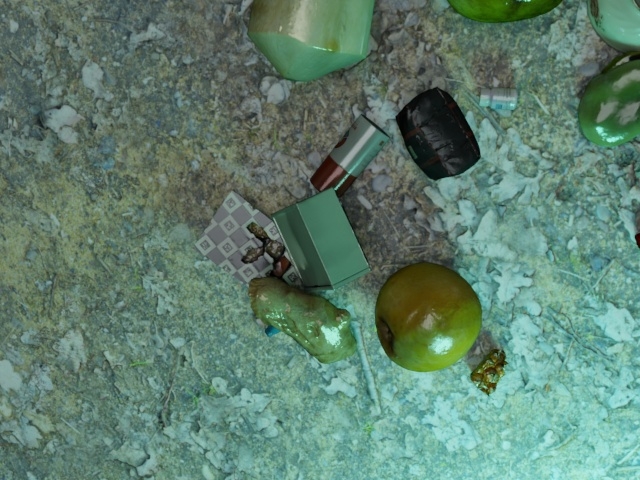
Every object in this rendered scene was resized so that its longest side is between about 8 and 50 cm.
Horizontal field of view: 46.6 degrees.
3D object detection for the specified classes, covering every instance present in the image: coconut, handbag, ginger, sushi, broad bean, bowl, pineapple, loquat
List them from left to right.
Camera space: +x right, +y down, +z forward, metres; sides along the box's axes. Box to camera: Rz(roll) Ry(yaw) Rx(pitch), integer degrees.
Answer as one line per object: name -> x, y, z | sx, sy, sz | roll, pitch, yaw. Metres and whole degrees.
sushi -> -0.173, 0.019, 1.990 | 0.279, 0.043, 0.193 | 35, 100, -4
ginger -> -0.043, 0.201, 1.910 | 0.354, 0.126, 0.190 | 31, 134, -20
coconut -> -0.024, -0.524, 1.757 | 0.322, 0.323, 0.323 | 2, 99, 10
loquat -> 0.270, 0.183, 1.838 | 0.274, 0.275, 0.275 | 2, 99, 10
handbag -> 0.280, -0.252, 1.801 | 0.155, 0.169, 0.215 | -31, 91, 0
pineapple -> 0.433, 0.342, 1.915 | 0.069, 0.137, 0.116 | 43, 146, 5
broad bean -> 0.703, -0.332, 1.748 | 0.169, 0.100, 0.228 | 15, 103, 15
bowl -> 0.755, -0.562, 1.678 | 0.277, 0.145, 0.277 | 2, 99, 13

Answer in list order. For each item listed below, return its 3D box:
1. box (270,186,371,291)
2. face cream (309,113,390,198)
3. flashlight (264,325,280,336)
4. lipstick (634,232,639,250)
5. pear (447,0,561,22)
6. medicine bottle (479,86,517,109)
box -> 0.000, 0.000, 1.855 | 0.117, 0.225, 0.225 | -25, 94, -20
face cream -> 0.073, -0.208, 1.883 | 0.096, 0.096, 0.214 | 40, 104, 2
flashlight -> -0.102, 0.212, 2.010 | 0.129, 0.051, 0.051 | -40, 90, 18
lipstick -> 0.899, -0.036, 1.771 | 0.279, 0.073, 0.073 | -25, 94, 15
pear -> 0.398, -0.666, 1.633 | 0.413, 0.352, 0.352 | 31, 103, 6
medicine bottle -> 0.434, -0.348, 1.815 | 0.089, 0.052, 0.052 | 6, 100, 10
